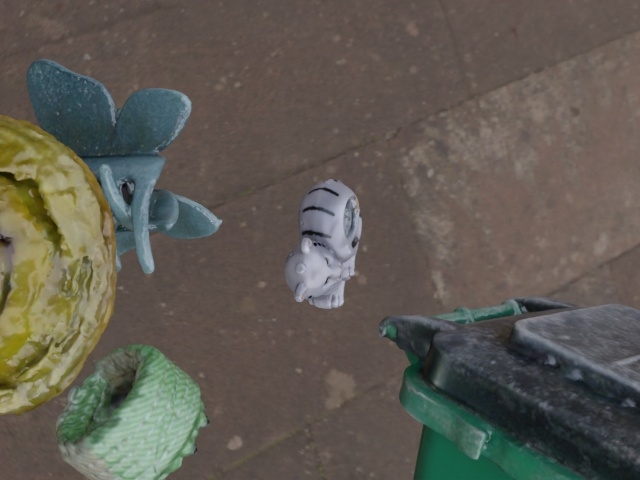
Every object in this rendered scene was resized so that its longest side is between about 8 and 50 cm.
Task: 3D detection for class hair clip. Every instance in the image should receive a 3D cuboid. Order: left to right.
[{"bbox_3d":[-0.365,-0.078,1.500,0.238,0.318,0.392,-55,141,-56],"label":"hair clip"}]

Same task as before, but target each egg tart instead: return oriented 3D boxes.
[{"bbox_3d":[-0.324,0.025,0.835,0.294,0.123,0.294,0,89,13],"label":"egg tart"}]

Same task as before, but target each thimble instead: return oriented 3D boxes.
[{"bbox_3d":[-0.287,0.272,1.390,0.150,0.219,0.219,47,69,-27],"label":"thimble"}]

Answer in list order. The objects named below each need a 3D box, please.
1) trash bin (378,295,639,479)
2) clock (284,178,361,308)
[{"bbox_3d":[0.164,0.245,0.637,0.259,0.295,0.381,-1,111,-48],"label":"trash bin"},{"bbox_3d":[0.001,0.000,1.238,0.117,0.080,0.176,26,72,-69],"label":"clock"}]
